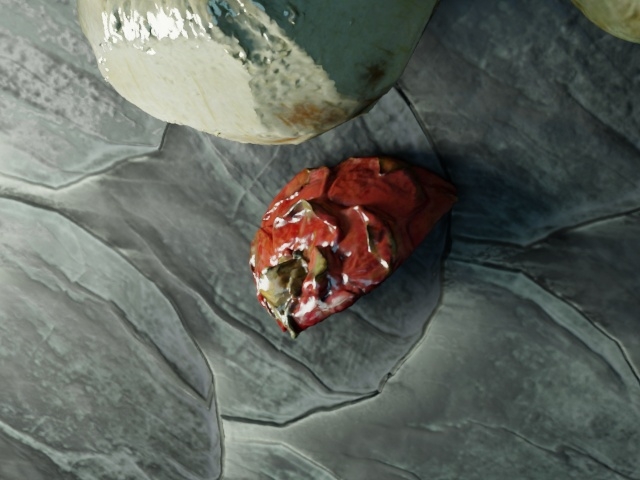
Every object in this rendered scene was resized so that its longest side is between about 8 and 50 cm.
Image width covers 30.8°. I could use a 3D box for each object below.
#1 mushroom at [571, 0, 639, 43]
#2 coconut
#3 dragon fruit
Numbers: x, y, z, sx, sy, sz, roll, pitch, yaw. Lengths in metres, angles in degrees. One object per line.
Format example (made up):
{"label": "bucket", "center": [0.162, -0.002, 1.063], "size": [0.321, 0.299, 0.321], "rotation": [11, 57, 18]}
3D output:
{"label": "mushroom", "center": [0.357, -0.367, 1.166], "size": [0.352, 0.260, 0.352], "rotation": [9, 118, 17]}
{"label": "coconut", "center": [-0.052, -0.274, 1.266], "size": [0.415, 0.415, 0.344], "rotation": [17, 92, 7]}
{"label": "dragon fruit", "center": [0.000, 0.000, 1.470], "size": [0.317, 0.205, 0.152], "rotation": [-35, 102, 26]}
